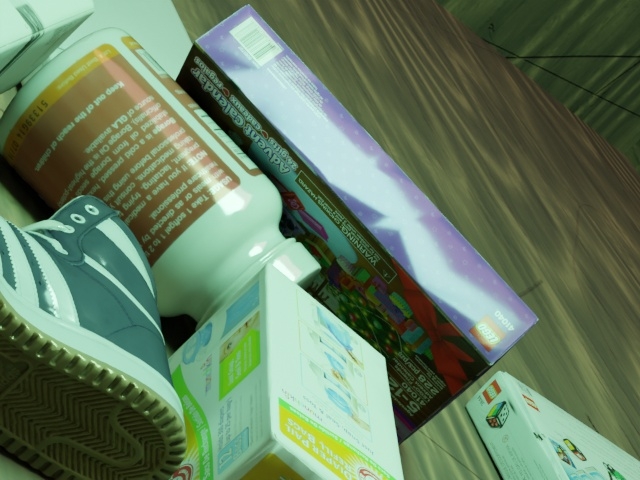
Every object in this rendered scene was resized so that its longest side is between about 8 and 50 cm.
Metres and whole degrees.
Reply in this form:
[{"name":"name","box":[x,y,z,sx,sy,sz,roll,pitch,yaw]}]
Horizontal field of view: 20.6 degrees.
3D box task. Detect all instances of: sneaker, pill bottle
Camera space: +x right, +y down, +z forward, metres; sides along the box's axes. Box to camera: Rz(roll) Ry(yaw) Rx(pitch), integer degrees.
[{"name":"sneaker","box":[-0.184,0.008,0.920,0.282,0.099,0.153,43,19,-30]},{"name":"pill bottle","box":[-0.105,-0.028,1.174,0.216,0.121,0.121,47,16,7]}]

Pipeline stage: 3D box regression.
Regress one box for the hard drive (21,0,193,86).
[{"name":"hard drive","box":[-0.183,-0.173,1.488,0.233,0.047,0.353,31,20,-38]}]

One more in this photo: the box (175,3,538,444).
[{"name":"box","box":[0.000,0.000,1.243,0.057,0.201,0.293,-39,83,-29]}]

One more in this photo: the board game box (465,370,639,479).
[{"name":"board game box","box":[0.270,0.249,1.526,0.305,0.053,0.193,34,18,-32]}]

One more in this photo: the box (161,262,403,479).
[{"name":"box","box":[-0.029,0.121,0.993,0.103,0.114,0.203,40,16,-19]}]

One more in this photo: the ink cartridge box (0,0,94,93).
[{"name":"ink cartridge box","box":[-0.250,-0.150,1.032,0.160,0.092,0.219,49,22,-2]}]
